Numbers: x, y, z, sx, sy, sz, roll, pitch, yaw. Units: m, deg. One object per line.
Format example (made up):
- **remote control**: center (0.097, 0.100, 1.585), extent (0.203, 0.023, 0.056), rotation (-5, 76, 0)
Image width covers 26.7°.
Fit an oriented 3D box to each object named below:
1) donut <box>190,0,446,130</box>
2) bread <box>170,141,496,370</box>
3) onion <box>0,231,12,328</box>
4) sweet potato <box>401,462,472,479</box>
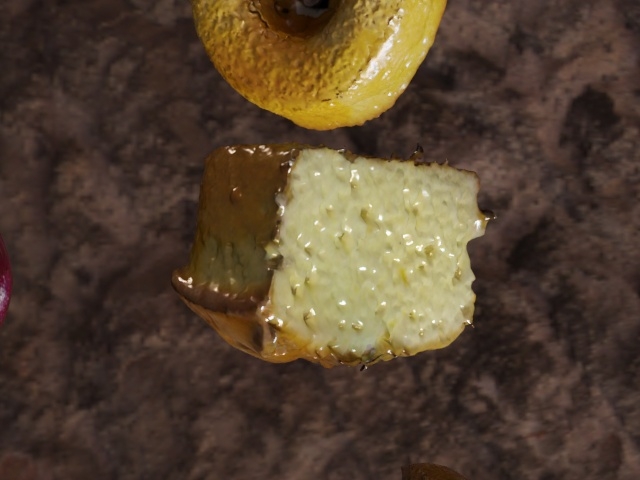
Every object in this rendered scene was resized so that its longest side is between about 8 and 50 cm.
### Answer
- **donut**: center (-0.005, -0.226, 1.219), extent (0.253, 0.118, 0.254), rotation (5, -78, 25)
- **bread**: center (0.000, 0.000, 0.855), extent (0.139, 0.229, 0.143), rotation (13, -85, 38)
- **onion**: center (-0.465, 0.014, 1.341), extent (0.336, 0.282, 0.260), rotation (34, -100, 14)
- **sweet potato**: center (0.101, 0.178, 0.755), extent (0.206, 0.068, 0.060), rotation (24, -77, 48)
